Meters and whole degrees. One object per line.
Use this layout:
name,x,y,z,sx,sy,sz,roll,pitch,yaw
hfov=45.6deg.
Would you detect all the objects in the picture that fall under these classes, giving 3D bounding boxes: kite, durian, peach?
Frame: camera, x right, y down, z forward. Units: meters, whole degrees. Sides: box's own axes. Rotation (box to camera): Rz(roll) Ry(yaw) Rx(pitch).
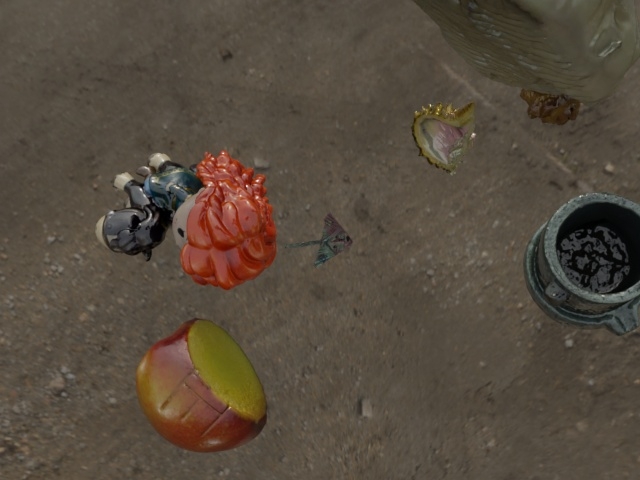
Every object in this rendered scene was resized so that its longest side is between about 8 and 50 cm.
kite,0.000,0.000,1.570,0.152,0.137,0.005,1,31,-24
durian,0.252,-0.215,1.423,0.078,0.224,0.140,-38,87,-23
peach,-0.238,0.314,1.554,0.274,0.245,0.248,45,41,15

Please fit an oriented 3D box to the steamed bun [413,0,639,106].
steamed bun,0.284,-0.344,1.008,0.324,0.310,0.219,32,94,-27

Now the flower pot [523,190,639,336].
flower pot,0.589,0.064,1.644,0.299,0.283,0.299,-2,76,7

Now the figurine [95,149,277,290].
figurine,-0.274,-0.054,1.582,0.411,0.241,0.306,11,32,20

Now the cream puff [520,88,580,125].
cream puff,0.376,-0.243,1.204,0.116,0.094,0.122,-32,99,-14
